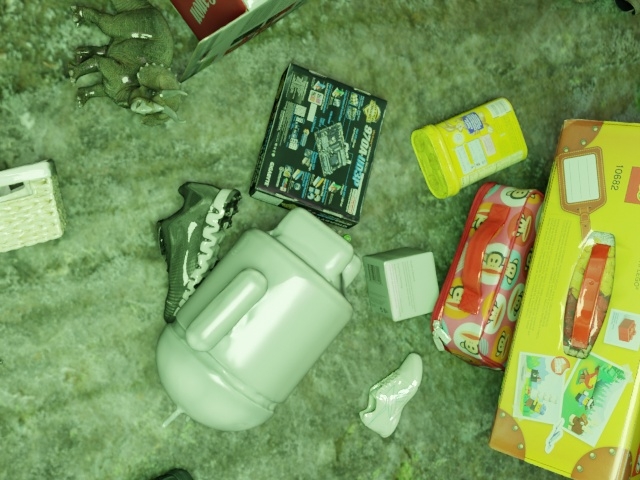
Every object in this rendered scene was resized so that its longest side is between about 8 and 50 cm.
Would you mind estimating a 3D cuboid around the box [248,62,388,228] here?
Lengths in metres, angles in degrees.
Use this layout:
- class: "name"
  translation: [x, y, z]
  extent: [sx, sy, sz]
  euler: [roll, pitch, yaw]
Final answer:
- class: "box"
  translation: [-0.001, -0.149, 1.129]
  extent: [0.175, 0.051, 0.220]
  euler: [17, 76, -16]

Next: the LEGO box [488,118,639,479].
- class: "LEGO box"
  translation: [0.474, 0.106, 1.133]
  extent: [0.373, 0.193, 0.499]
  euler: [16, 87, -54]

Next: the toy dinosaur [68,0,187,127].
- class: "toy dinosaur"
  translation: [-0.277, -0.271, 1.035]
  extent: [0.161, 0.121, 0.313]
  euler: [-2, 59, -9]

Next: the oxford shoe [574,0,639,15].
- class: "oxford shoe"
  translation: [0.602, -0.485, 1.302]
  extent: [0.364, 0.130, 0.132]
  euler: [-3, 125, -23]

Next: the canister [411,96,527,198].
- class: "canister"
  translation: [0.257, -0.160, 1.214]
  extent: [0.170, 0.073, 0.126]
  euler: [-24, 98, -16]

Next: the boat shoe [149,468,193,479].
- class: "boat shoe"
  translation: [-0.179, 0.507, 1.089]
  extent: [0.340, 0.127, 0.113]
  euler: [61, 33, -2]

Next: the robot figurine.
- class: "robot figurine"
  translation: [-0.094, 0.124, 1.019]
  extent: [0.200, 0.300, 0.353]
  euler: [37, 84, 23]

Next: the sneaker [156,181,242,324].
- class: "sneaker"
  translation: [-0.207, 0.014, 1.084]
  extent: [0.106, 0.078, 0.234]
  euler: [23, 100, 8]

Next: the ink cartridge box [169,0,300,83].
- class: "ink cartridge box"
  translation: [-0.110, -0.360, 0.975]
  extent: [0.272, 0.309, 0.130]
  euler: [-38, 102, -12]

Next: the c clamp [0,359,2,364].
- class: "c clamp"
  translation: [-0.531, 0.102, 1.018]
  extent: [0.137, 0.022, 0.160]
  euler: [-2, 94, -11]

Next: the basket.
- class: "basket"
  translation: [-0.411, -0.049, 0.974]
  extent: [0.113, 0.167, 0.103]
  euler: [-16, 102, -15]

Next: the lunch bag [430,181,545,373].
- class: "lunch bag"
  translation: [0.291, 0.061, 1.149]
  extent: [0.258, 0.120, 0.293]
  euler: [32, 76, -51]

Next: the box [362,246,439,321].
- class: "box"
  translation: [0.132, 0.069, 1.169]
  extent: [0.087, 0.101, 0.101]
  euler: [-13, 97, -16]

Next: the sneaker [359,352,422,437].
- class: "sneaker"
  translation: [0.121, 0.254, 1.197]
  extent: [0.061, 0.054, 0.152]
  euler: [31, 84, -12]

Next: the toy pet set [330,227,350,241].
- class: "toy pet set"
  translation: [0.000, 0.000, 1.146]
  extent: [0.114, 0.065, 0.122]
  euler: [23, 85, -16]
